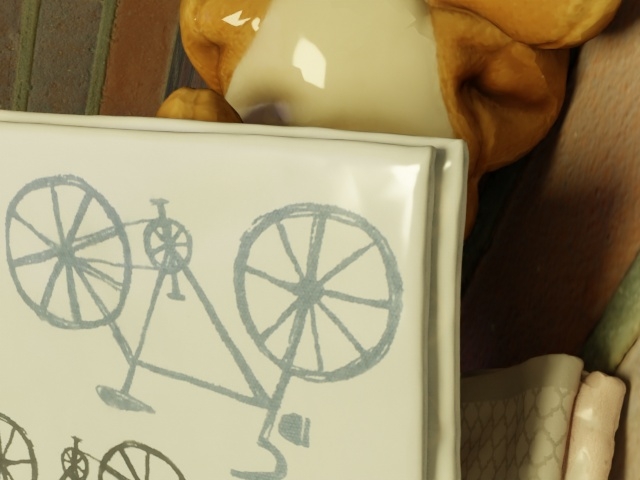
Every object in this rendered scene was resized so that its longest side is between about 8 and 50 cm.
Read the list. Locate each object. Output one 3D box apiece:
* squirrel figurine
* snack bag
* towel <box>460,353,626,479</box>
[{"bbox_3d":[0.000,0.000,0.769,0.397,0.281,0.370,19,-97,-88],"label":"squirrel figurine"},{"bbox_3d":[-0.074,0.105,0.594,0.037,0.323,0.342,-18,-70,-58],"label":"snack bag"},{"bbox_3d":[0.053,0.232,0.705,0.332,0.053,0.317,148,143,-70],"label":"towel"}]
